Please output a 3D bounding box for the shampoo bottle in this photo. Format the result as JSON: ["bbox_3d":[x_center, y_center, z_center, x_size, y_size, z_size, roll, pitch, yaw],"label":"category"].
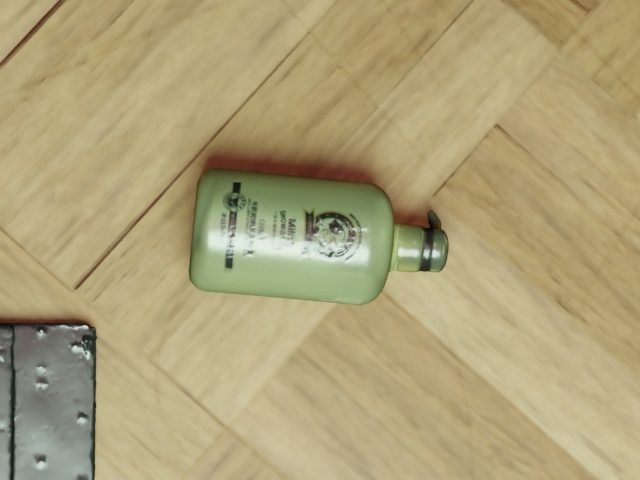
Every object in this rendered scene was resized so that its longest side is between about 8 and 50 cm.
[{"bbox_3d":[0.000,0.000,1.188,0.162,0.079,0.079,6,83,-3],"label":"shampoo bottle"}]

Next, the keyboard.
[{"bbox_3d":[-0.177,0.167,1.184,0.072,0.023,0.231,1,83,-11],"label":"keyboard"}]
